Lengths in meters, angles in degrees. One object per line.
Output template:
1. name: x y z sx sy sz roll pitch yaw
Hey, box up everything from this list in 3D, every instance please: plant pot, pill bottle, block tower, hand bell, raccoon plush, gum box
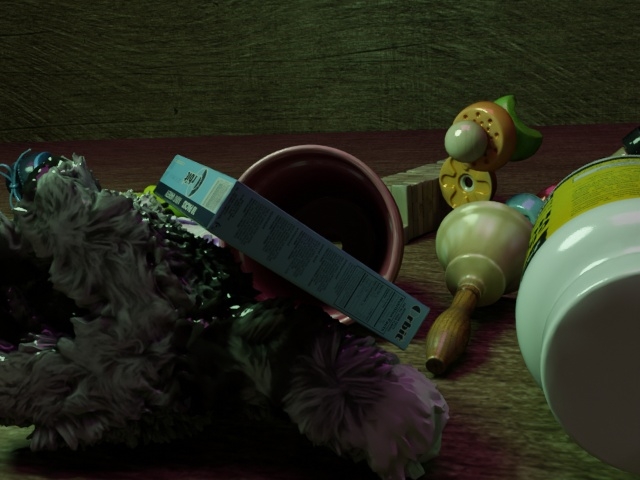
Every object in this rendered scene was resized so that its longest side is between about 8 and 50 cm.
1. plant pot: 0.000 0.000 0.871 0.201 0.201 0.180 -1 -1 9
2. pill bottle: 0.259 0.043 0.607 0.188 0.187 0.334 2 14 19
3. block tower: 0.189 -0.078 1.303 0.091 0.097 0.335 6 18 35
4. hand bell: 0.154 0.062 0.784 0.126 0.126 0.242 3 27 23
5. raccoon plush: -0.112 0.091 0.688 0.446 0.216 0.299 31 5 9
6. gum box: -0.027 0.006 0.579 0.184 0.041 0.157 34 -4 -27

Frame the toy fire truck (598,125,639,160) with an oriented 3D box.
1. toy fire truck: 0.530 -0.056 1.104 0.158 0.246 0.217 -43 -11 29

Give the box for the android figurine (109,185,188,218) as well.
1. android figurine: -0.375 -0.060 1.444 0.273 0.056 0.248 7 17 29

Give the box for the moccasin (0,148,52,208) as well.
1. moccasin: -0.630 -0.117 1.634 0.117 0.137 0.342 -11 1 -12

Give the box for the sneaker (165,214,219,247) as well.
1. sneaker: -0.175 0.018 1.022 0.236 0.095 0.104 -10 23 -28

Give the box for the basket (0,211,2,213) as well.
1. basket: -0.586 -0.063 0.976 0.255 0.289 0.201 -41 2 26

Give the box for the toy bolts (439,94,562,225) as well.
1. toy bolts: 0.247 -0.069 1.107 0.158 0.228 0.218 -21 -19 -41
